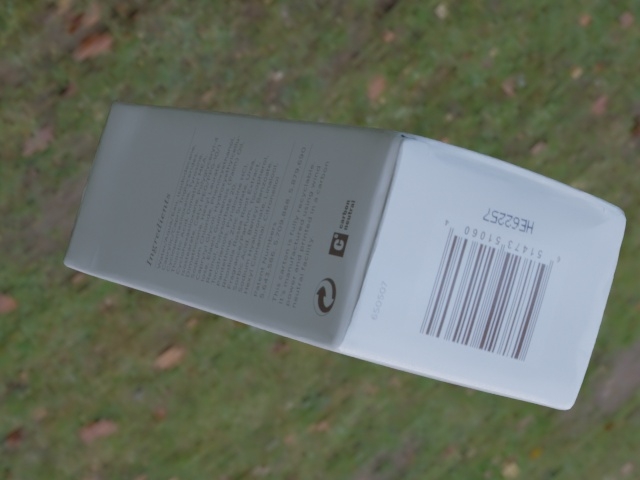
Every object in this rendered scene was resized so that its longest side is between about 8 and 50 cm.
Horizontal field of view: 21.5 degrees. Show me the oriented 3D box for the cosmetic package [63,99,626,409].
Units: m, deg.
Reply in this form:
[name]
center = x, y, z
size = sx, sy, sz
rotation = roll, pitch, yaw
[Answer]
[cosmetic package]
center = 0.000, 0.000, 0.688
size = 0.117, 0.231, 0.085
rotation = 18, 88, -34
